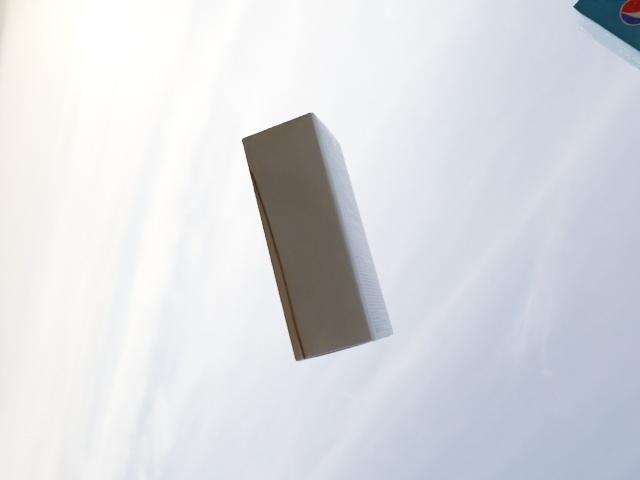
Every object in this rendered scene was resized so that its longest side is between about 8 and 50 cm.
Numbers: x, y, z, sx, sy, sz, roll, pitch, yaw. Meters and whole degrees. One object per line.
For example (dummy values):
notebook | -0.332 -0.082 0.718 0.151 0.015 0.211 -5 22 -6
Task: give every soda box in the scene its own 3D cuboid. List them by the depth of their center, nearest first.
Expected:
soda box | 0.410 -0.240 0.668 0.071 0.067 0.210 -48 -117 17

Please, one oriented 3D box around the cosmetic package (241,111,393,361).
cosmetic package | 0.000 0.000 0.787 0.113 0.160 0.310 -18 -102 13
